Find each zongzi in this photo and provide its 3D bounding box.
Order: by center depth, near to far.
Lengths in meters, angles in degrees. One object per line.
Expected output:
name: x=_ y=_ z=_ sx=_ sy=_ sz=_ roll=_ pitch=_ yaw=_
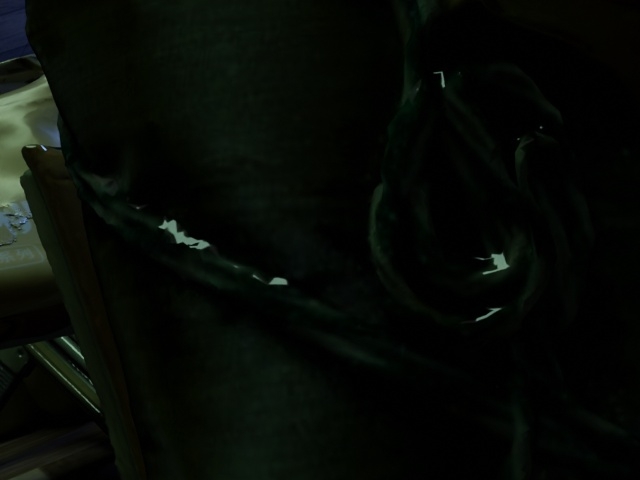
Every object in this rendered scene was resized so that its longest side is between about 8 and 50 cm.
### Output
zongzi: x=0.065 y=0.009 z=0.553 sx=0.383 sy=0.319 sz=0.362 roll=-3 pitch=-12 yaw=-25

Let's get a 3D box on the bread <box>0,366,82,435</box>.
bread: x=-0.227 y=0.026 z=1.241 sx=0.341 sy=0.210 sz=0.300 roll=-15 pitch=9 yaw=26

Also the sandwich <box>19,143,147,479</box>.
sandwich: x=-0.011 y=-0.003 z=0.785 sx=0.245 sy=0.212 sz=0.063 roll=-23 pitch=10 yaw=-29

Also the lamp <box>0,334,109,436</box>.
lamp: x=-0.239 y=0.125 z=0.957 sx=0.283 sy=0.125 sz=0.203 roll=-21 pitch=28 yaw=-37

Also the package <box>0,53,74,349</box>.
package: x=-0.200 y=-0.020 z=0.851 sx=0.311 sy=0.165 sz=0.221 roll=-12 pitch=-4 yaw=-27
